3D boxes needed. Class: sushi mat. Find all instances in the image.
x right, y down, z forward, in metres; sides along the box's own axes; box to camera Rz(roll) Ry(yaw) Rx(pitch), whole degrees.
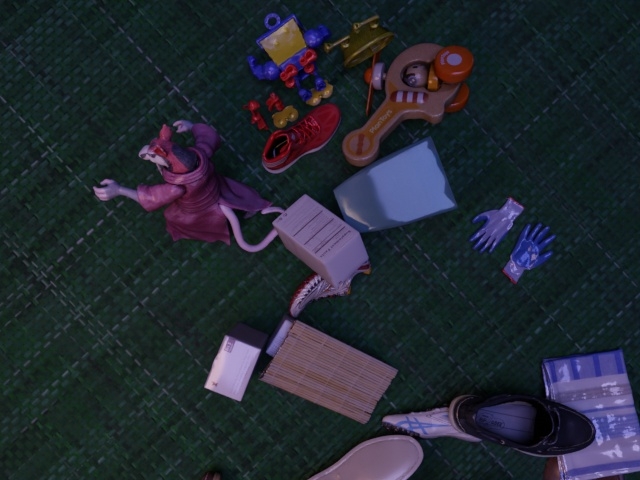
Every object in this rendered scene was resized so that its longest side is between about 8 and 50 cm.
[{"bbox_3d":[0.027,0.298,1.316,0.317,0.019,0.151,31,88,-29],"label":"sushi mat"}]

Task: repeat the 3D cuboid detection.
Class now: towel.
[{"bbox_3d":[0.637,0.407,1.382,0.210,0.034,0.284,-7,81,-3],"label":"towel"}]

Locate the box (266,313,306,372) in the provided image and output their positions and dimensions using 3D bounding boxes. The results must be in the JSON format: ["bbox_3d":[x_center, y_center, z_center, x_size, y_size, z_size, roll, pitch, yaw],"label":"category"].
[{"bbox_3d":[-0.060,0.232,1.342,0.102,0.101,0.087,31,89,-4],"label":"box"}]

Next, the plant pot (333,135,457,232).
[{"bbox_3d":[0.155,-0.106,1.325,0.235,0.165,0.165,-20,91,3],"label":"plant pot"}]

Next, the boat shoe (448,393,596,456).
[{"bbox_3d":[0.461,0.400,1.293,0.341,0.113,0.127,16,73,-5],"label":"boat shoe"}]

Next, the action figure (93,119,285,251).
[{"bbox_3d":[-0.255,-0.094,1.198,0.276,0.370,0.248,34,77,15],"label":"action figure"}]

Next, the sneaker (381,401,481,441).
[{"bbox_3d":[0.260,0.417,1.371,0.238,0.085,0.086,3,64,0],"label":"sneaker"}]

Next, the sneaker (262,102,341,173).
[{"bbox_3d":[-0.038,-0.234,1.330,0.221,0.128,0.087,-44,91,-2],"label":"sneaker"}]

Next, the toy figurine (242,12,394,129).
[{"bbox_3d":[-0.050,-0.437,1.299,0.363,0.191,0.217,-33,76,14],"label":"toy figurine"}]

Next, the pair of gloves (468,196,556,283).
[{"bbox_3d":[0.452,-0.005,1.402,0.198,0.023,0.159,41,88,-2],"label":"pair of gloves"}]

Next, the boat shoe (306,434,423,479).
[{"bbox_3d":[0.085,0.546,1.350,0.325,0.096,0.116,-28,60,-3],"label":"boat shoe"}]

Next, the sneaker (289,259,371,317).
[{"bbox_3d":[0.021,0.103,1.352,0.225,0.088,0.092,-39,93,-2],"label":"sneaker"}]

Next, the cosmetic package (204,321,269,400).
[{"bbox_3d":[-0.174,0.253,1.272,0.086,0.231,0.117,22,90,-2],"label":"cosmetic package"}]

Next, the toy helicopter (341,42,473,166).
[{"bbox_3d":[0.162,-0.314,1.329,0.235,0.140,0.355,36,76,21],"label":"toy helicopter"}]

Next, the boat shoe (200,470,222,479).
[{"bbox_3d":[-0.347,0.651,1.324,0.123,0.123,0.341,33,95,-3],"label":"boat shoe"}]

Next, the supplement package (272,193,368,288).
[{"bbox_3d":[0.000,0.000,1.294,0.105,0.105,0.179,-42,54,-14],"label":"supplement package"}]

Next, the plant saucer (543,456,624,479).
[{"bbox_3d":[0.631,0.571,1.401,0.199,0.036,0.198,0,90,-1],"label":"plant saucer"}]
